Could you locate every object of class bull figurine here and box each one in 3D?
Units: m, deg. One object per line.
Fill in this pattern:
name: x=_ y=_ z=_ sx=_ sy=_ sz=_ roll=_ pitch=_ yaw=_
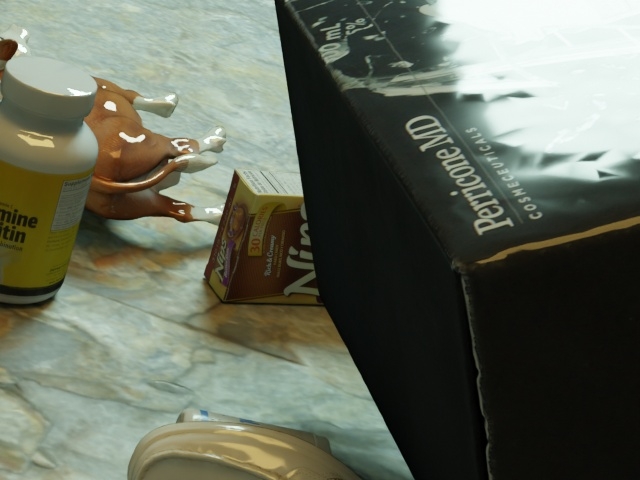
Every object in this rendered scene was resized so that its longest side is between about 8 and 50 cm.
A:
bull figurine: x=-0.208 y=-0.103 z=1.765 sx=0.188 sy=0.101 sz=0.310 roll=4 pitch=27 yaw=-33

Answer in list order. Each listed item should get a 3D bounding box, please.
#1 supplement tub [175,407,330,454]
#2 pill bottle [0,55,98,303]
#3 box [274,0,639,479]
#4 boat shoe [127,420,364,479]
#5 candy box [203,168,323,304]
supplement tub: x=-0.053 y=0.162 z=1.347 sx=0.107 sy=0.071 sz=0.071 roll=13 pitch=25 yaw=-12
pill bottle: x=-0.237 y=-0.049 z=1.528 sx=0.103 sy=0.184 sz=0.103 roll=15 pitch=24 yaw=-7
box: x=0.259 y=-0.021 z=1.307 sx=0.472 sy=0.297 sz=0.480 roll=-15 pitch=29 yaw=-8
boat shoe: x=-0.003 y=0.204 z=1.257 sx=0.277 sy=0.098 sz=0.096 roll=21 pitch=23 yaw=3
candy box: x=0.000 y=0.000 z=1.682 sx=0.187 sy=0.109 sz=0.053 roll=3 pitch=28 yaw=-29
